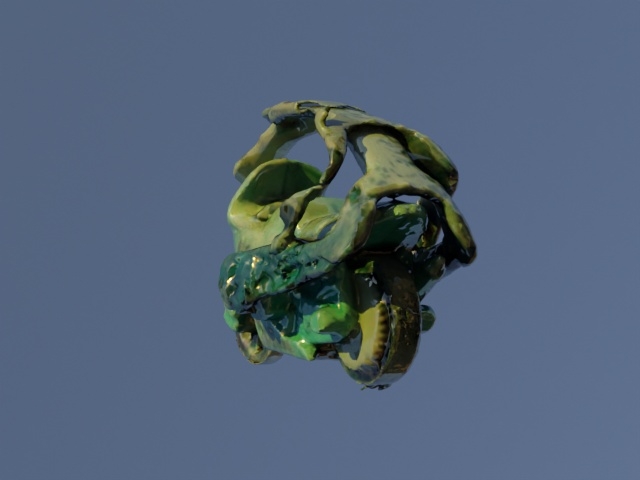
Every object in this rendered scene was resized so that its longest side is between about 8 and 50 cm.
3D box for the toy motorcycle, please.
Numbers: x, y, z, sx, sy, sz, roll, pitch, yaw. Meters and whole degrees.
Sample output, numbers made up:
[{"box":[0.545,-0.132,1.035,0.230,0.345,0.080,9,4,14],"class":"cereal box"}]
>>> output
[{"box":[0.000,0.000,1.048,0.154,0.260,0.206,-1,-87,-29],"class":"toy motorcycle"}]
